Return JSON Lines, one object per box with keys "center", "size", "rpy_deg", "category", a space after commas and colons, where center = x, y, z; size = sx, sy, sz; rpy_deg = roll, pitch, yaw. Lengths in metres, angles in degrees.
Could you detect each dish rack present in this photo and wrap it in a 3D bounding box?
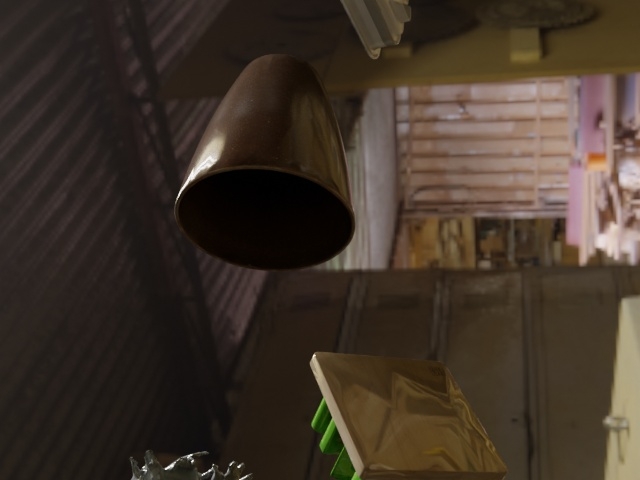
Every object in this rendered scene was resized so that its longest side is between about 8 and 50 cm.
{"center": [0.063, -0.455, 1.354], "size": [0.333, 0.072, 0.285], "rpy_deg": [55, -146, -51], "category": "dish rack"}

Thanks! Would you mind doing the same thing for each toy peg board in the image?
{"center": [0.074, 0.199, 0.968], "size": [0.079, 0.160, 0.161], "rpy_deg": [-67, 30, 29], "category": "toy peg board"}

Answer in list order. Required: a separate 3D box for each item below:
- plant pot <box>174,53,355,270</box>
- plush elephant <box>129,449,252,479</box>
{"center": [-0.057, -0.115, 1.202], "size": [0.215, 0.215, 0.230], "rpy_deg": [73, -162, -54], "category": "plant pot"}
{"center": [-0.086, 0.295, 0.551], "size": [0.330, 0.272, 0.255], "rpy_deg": [116, 148, -54], "category": "plush elephant"}
